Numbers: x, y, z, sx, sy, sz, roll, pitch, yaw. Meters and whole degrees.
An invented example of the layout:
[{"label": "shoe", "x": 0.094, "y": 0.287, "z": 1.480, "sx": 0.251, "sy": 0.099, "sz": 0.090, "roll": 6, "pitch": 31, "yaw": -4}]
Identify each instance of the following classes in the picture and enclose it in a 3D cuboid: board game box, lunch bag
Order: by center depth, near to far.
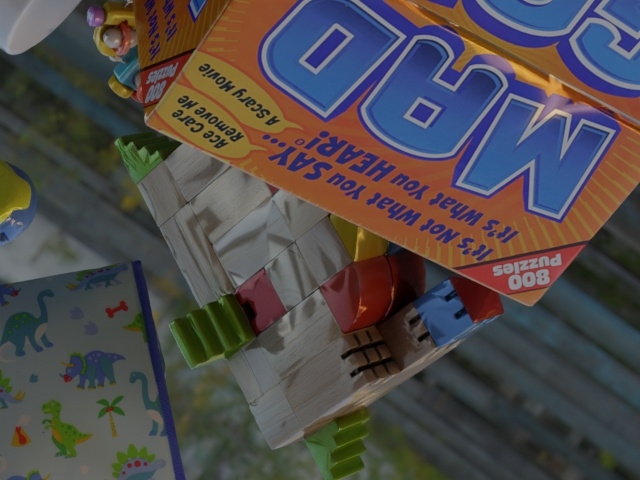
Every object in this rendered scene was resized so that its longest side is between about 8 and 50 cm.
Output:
[{"label": "lunch bag", "x": -0.156, "y": 0.103, "z": 1.198, "sx": 0.096, "sy": 0.128, "sz": 0.151, "roll": 91, "pitch": 166, "yaw": -62}, {"label": "board game box", "x": 0.093, "y": -0.242, "z": 1.509, "sx": 0.356, "sy": 0.356, "sz": 0.356, "roll": 24, "pitch": -151, "yaw": -24}]

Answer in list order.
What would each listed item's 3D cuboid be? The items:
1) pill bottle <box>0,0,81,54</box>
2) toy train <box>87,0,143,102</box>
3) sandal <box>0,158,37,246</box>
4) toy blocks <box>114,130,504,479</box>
[{"label": "pill bottle", "x": -0.312, "y": -0.288, "z": 1.520, "sx": 0.301, "sy": 0.169, "sz": 0.169, "roll": 41, "pitch": -178, "yaw": 4}, {"label": "toy train", "x": -0.147, "y": -0.189, "z": 1.803, "sx": 0.166, "sy": 0.125, "sz": 0.046, "roll": 82, "pitch": 164, "yaw": -49}, {"label": "sandal", "x": -0.408, "y": -0.002, "z": 2.073, "sx": 0.317, "sy": 0.126, "sz": 0.138, "roll": -17, "pitch": 144, "yaw": 37}, {"label": "toy blocks", "x": 0.000, "y": 0.000, "z": 1.771, "sx": 0.190, "sy": 0.261, "sz": 0.381, "roll": -13, "pitch": -109, "yaw": -49}]
